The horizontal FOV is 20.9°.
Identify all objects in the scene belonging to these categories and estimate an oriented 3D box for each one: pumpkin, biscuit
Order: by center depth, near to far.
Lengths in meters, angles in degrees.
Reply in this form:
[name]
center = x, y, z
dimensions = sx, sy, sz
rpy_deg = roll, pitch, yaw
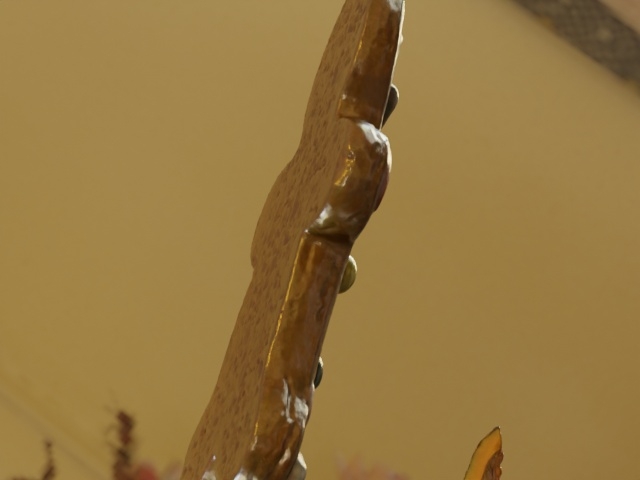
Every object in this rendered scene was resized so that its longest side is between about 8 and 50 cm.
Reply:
[biscuit]
center = 0.001, 0.001, 1.298
dimensions = 0.283, 0.064, 0.432
rpy_deg = 145, 143, -72
[pumpkin]
center = 0.157, 0.226, 1.650
dimensions = 0.101, 0.035, 0.073
rpy_deg = -64, -22, -14
